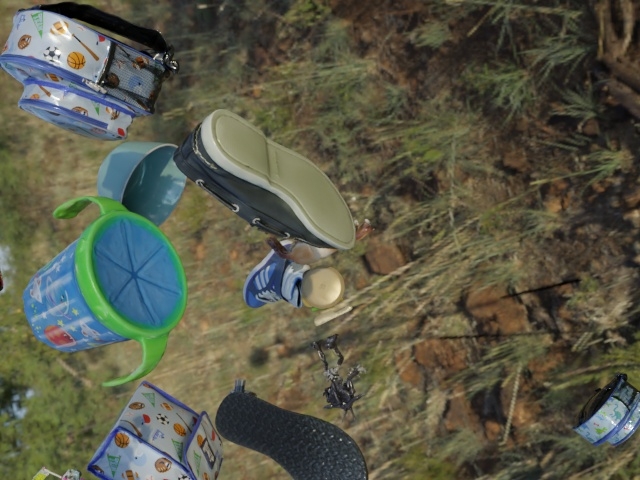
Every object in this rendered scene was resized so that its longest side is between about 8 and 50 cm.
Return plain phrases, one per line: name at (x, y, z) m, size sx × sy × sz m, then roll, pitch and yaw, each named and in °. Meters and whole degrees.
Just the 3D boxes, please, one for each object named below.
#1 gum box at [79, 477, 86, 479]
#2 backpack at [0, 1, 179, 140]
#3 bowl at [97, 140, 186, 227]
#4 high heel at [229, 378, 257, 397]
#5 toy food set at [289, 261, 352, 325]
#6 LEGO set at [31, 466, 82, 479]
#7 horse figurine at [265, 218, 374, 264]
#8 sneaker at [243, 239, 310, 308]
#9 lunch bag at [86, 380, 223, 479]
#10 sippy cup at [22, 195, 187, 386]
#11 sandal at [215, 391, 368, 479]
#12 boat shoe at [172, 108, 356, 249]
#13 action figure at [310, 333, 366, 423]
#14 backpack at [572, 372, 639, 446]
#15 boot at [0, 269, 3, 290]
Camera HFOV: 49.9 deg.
gum box at (-0.609, 0.691, 1.689) m, size 0.107 × 0.188 × 0.062 m, roll 41°, pitch -163°, yaw 3°
backpack at (-0.443, -0.304, 1.254) m, size 0.276 × 0.263 × 0.213 m, roll 2°, pitch 68°, yaw 52°
bowl at (-0.579, -0.189, 2.163) m, size 0.163 × 0.311 × 0.311 m, roll 27°, pitch 138°, yaw 18°
high heel at (-0.275, 0.597, 2.340) m, size 0.261 × 0.093 × 0.186 m, roll 87°, pitch -173°, yaw -61°
toy food set at (0.004, 0.134, 1.947) m, size 0.038 × 0.132 × 0.192 m, roll 65°, pitch -178°, yaw -79°
LEGO set at (-0.788, 0.744, 1.937) m, size 0.287 × 0.107 × 0.132 m, roll -53°, pitch 21°, yaw 5°
horse figurine at (0.000, 0.000, 1.648) m, size 0.174 × 0.263 × 0.066 m, roll -95°, pitch -13°, yaw -69°
sneaker at (-0.148, 0.179, 2.409) m, size 0.323 × 0.130 × 0.236 m, roll -54°, pitch 40°, yaw 24°
lunch bag at (-0.500, 0.684, 2.246) m, size 0.239 × 0.385 × 0.328 m, roll -53°, pitch 7°, yaw 14°
sippy cup at (-0.399, 0.093, 1.237) m, size 0.240 × 0.224 × 0.305 m, roll 42°, pitch -144°, yaw -40°
sandal at (-0.061, 0.506, 1.726) m, size 0.446 × 0.167 × 0.107 m, roll 22°, pitch 167°, yaw 29°
boat shoe at (-0.078, -0.066, 1.029) m, size 0.113 × 0.340 × 0.127 m, roll -23°, pitch 57°, yaw 30°
action figure at (0.067, 0.448, 2.257) m, size 0.164 × 0.141 × 0.275 m, roll -25°, pitch 79°, yaw 32°
backpack at (0.510, 0.309, 1.209) m, size 0.084 × 0.114 × 0.105 m, roll 43°, pitch 148°, yaw 18°
boot at (-0.658, 0.119, 1.212) m, size 0.085 × 0.179 × 0.236 m, roll 78°, pitch 170°, yaw -54°
